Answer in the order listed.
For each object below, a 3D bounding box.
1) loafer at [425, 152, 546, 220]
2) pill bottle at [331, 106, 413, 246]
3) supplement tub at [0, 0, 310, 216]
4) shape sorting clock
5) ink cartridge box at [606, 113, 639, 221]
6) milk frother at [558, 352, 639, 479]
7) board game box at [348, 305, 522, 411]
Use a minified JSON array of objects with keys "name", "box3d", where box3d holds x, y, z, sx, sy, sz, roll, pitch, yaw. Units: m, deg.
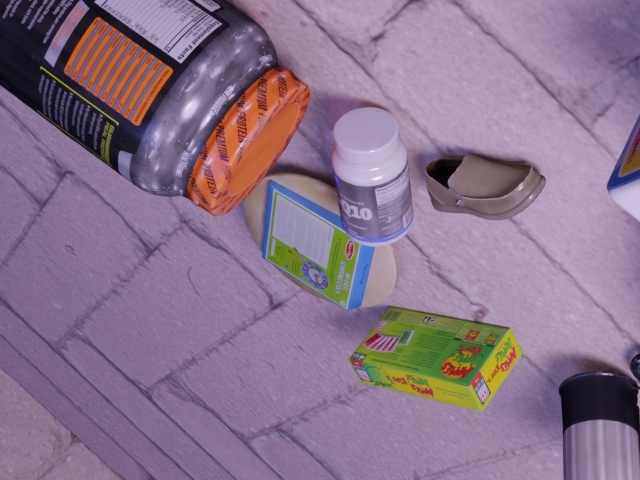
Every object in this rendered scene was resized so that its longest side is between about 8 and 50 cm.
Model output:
[{"name":"loafer","box3d":[0.151,-0.054,1.231,0.148,0.056,0.050,-3,135,51]},{"name":"pill bottle","box3d":[0.052,-0.065,1.310,0.078,0.078,0.137,24,147,28]},{"name":"supplement tub","box3d":[-0.192,-0.185,1.303,0.338,0.207,0.207,37,151,9]},{"name":"shape sorting clock","box3d":[0.000,0.000,1.498,0.206,0.040,0.206,27,144,22]},{"name":"ink cartridge box","box3d":[0.417,-0.056,0.781,0.270,0.151,0.395,36,154,-15]},{"name":"milk frother","box3d":[0.311,0.197,1.301,0.129,0.134,0.143,3,146,3]},{"name":"board game box","box3d":[0.130,0.133,1.473,0.181,0.092,0.043,8,138,44]}]
